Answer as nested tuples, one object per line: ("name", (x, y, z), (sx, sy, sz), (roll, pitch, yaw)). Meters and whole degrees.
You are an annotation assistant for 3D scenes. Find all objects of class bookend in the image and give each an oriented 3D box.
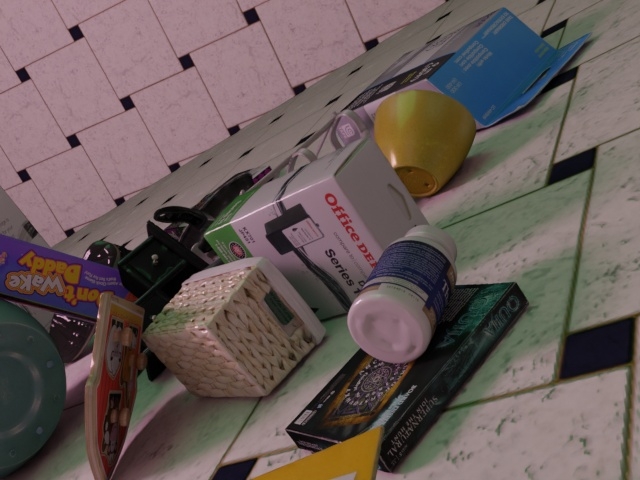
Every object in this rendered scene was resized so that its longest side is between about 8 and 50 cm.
("bookend", (-0.231, 0.078, 1.050), (0.156, 0.157, 0.072), (-43, -23, -29))

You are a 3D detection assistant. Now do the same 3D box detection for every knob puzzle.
("knob puzzle", (-0.212, 0.162, 0.822), (0.030, 0.213, 0.213), (5, 19, -1))

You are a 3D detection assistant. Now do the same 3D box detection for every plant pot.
("plant pot", (0.126, -0.112, 0.988), (0.134, 0.134, 0.095), (-18, 46, 45))
("plant pot", (-0.485, 0.198, 1.023), (0.235, 0.293, 0.293), (-4, 31, 37))

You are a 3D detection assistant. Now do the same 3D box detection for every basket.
("basket", (-0.098, 0.099, 0.818), (0.167, 0.113, 0.103), (-15, 29, 52))

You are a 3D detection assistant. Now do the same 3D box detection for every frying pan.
("frying pan", (-0.185, -0.058, 1.367), (0.197, 0.053, 0.326), (-47, -7, -10))

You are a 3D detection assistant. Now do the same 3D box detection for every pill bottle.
("pill bottle", (0.073, 0.038, 0.625), (0.067, 0.067, 0.120), (-23, 19, 36))

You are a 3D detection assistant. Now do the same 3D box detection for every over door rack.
("over door rack", (-0.060, -0.060, 1.256), (0.239, 0.108, 0.324), (-43, 3, -29))

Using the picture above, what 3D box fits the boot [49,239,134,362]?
("boot", (-0.391, 0.113, 1.423), (0.236, 0.085, 0.178), (-65, -19, 7))

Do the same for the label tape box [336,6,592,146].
("label tape box", (0.215, -0.256, 1.224), (0.249, 0.115, 0.347), (-45, 17, -33))

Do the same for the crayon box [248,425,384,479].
("crayon box", (-0.052, 0.245, 0.339), (0.203, 0.083, 0.323), (-28, 18, 22))

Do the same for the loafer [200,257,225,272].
("loafer", (-0.036, 0.024, 0.998), (0.302, 0.095, 0.109), (-36, -15, -20))

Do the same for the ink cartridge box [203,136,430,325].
("ink cartridge box", (0.000, 0.000, 0.829), (0.208, 0.153, 0.087), (-22, 21, 41))

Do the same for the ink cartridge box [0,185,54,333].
("ink cartridge box", (-0.646, 0.083, 1.453), (0.166, 0.395, 0.285), (-28, 17, 21))

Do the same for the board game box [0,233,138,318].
("board game box", (-0.414, 0.063, 1.163), (0.233, 0.347, 0.078), (-7, 66, 60))

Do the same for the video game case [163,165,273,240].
("video game case", (-0.231, -0.082, 1.746), (0.232, 0.042, 0.210), (-41, 17, -22))

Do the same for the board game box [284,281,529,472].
("board game box", (0.069, 0.102, 0.620), (0.186, 0.026, 0.126), (-43, 18, -28))
